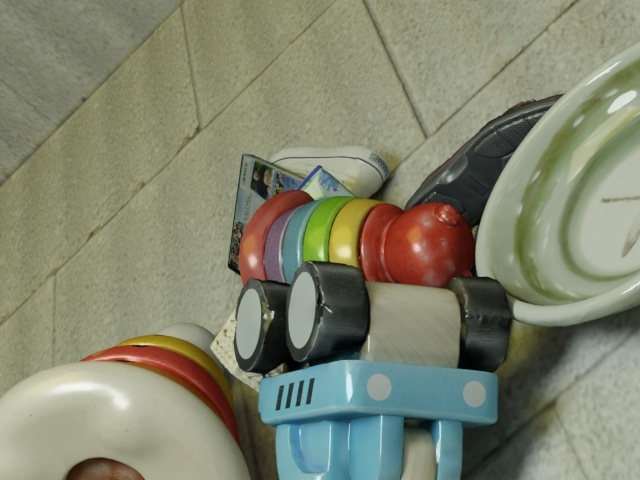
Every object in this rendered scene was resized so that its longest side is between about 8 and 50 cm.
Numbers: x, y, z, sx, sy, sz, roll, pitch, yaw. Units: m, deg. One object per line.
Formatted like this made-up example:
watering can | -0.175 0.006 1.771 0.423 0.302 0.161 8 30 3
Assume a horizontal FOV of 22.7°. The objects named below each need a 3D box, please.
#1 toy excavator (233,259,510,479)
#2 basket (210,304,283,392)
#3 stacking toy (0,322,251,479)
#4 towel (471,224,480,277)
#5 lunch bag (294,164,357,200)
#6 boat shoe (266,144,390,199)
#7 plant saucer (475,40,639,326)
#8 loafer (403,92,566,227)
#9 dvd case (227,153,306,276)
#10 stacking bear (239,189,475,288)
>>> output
toy excavator | 0.077 0.247 1.626 0.433 0.222 0.445 159 114 -65
basket | -0.034 0.142 1.900 0.103 0.167 0.113 -53 25 1
stacking toy | -0.230 0.238 2.093 0.350 0.350 0.480 -41 11 19
towel | 0.107 0.108 1.964 0.336 0.040 0.243 -27 32 36
lunch bag | 0.000 0.000 2.148 0.129 0.096 0.151 42 89 20
boat shoe | -0.009 -0.075 2.333 0.267 0.096 0.088 0 50 48
plant saucer | 0.346 -0.054 1.712 0.400 0.100 0.400 -37 28 24
loafer | 0.220 -0.107 1.988 0.302 0.109 0.095 -36 24 33
dvd case | -0.075 -0.019 2.333 0.253 0.022 0.180 -152 68 -64
stacking bear | 0.059 0.017 1.948 0.289 0.175 0.164 -6 7 37
